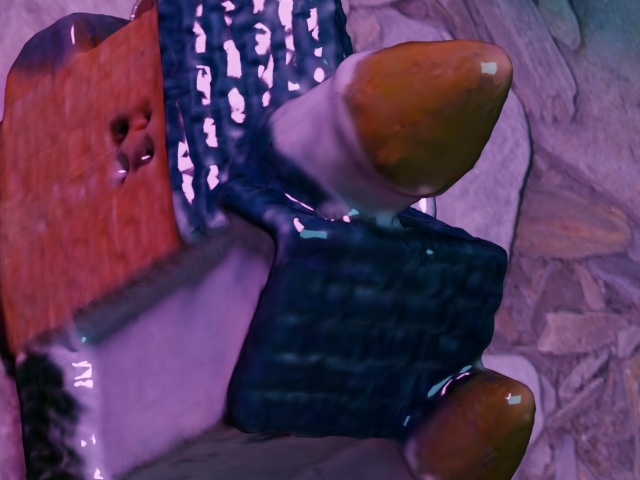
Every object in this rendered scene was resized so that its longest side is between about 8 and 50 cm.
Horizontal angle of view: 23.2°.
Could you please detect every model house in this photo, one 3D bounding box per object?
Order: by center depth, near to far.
[{"bbox_3d":[0.000,0.000,0.637,0.184,0.291,0.253,8,67,-32],"label":"model house"}]

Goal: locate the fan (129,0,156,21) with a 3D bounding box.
[{"bbox_3d":[-0.067,-0.122,0.819,0.085,0.005,0.133,3,71,-38],"label":"fan"}]
